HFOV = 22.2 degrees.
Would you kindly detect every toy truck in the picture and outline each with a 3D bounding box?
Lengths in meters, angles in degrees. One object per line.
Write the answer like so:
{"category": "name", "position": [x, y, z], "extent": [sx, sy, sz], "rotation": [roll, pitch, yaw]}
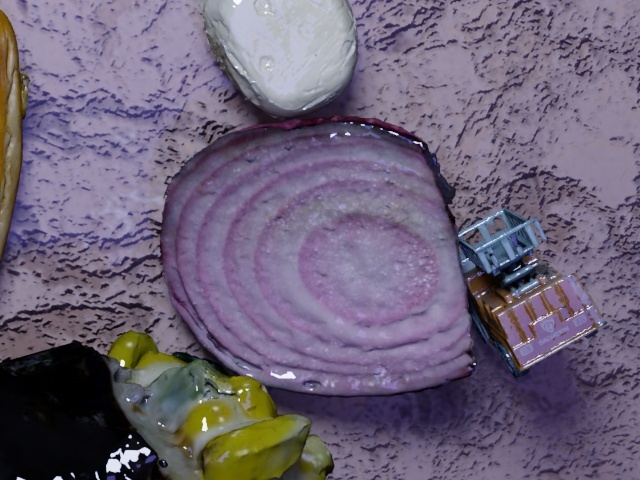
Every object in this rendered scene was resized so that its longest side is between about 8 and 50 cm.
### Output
{"category": "toy truck", "position": [0.154, 0.033, 1.333], "extent": [0.080, 0.178, 0.115], "rotation": [-29, 100, -3]}

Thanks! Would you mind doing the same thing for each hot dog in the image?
{"category": "hot dog", "position": [-0.286, -0.072, 1.269], "extent": [0.109, 0.072, 0.269], "rotation": [9, 104, -15]}

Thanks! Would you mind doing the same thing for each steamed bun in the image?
{"category": "steamed bun", "position": [-0.029, -0.164, 1.286], "extent": [0.112, 0.091, 0.130], "rotation": [-36, 106, -5]}

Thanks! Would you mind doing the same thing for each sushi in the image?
{"category": "sushi", "position": [-0.129, 0.204, 1.258], "extent": [0.285, 0.328, 0.328], "rotation": [-30, 94, -17]}

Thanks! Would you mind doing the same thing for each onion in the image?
{"category": "onion", "position": [0.000, 0.000, 1.334], "extent": [0.248, 0.111, 0.250], "rotation": [-4, 120, 13]}
